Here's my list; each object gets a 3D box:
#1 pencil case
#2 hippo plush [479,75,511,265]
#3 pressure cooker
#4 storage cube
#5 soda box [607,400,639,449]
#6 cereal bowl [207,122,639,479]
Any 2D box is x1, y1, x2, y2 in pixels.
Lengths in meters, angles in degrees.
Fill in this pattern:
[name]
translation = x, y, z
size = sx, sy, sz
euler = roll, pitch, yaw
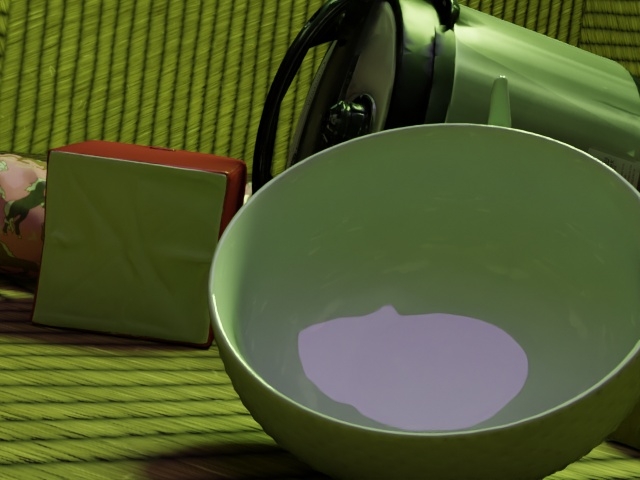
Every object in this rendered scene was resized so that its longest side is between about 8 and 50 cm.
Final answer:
[pencil case]
translation = -0.261, -0.018, 1.606
size = 0.386, 0.167, 0.160
euler = 8, -32, 3
[hippo plush]
translation = 0.153, 0.057, 1.263
size = 0.234, 0.294, 0.236
euler = 48, 8, -34
[pressure cooker]
translation = 0.133, -0.093, 1.536
size = 0.420, 0.375, 0.370
euler = 16, 48, -18
[storage cube]
translation = -0.185, -0.003, 1.417
size = 0.214, 0.184, 0.193
euler = 8, 7, 1
[soda box]
translation = 0.331, 0.162, 1.131
size = 0.058, 0.061, 0.181
euler = 2, 9, -39
[cereal bowl]
translation = 0.090, 0.064, 1.008
size = 0.338, 0.141, 0.339
euler = -6, 42, 5
